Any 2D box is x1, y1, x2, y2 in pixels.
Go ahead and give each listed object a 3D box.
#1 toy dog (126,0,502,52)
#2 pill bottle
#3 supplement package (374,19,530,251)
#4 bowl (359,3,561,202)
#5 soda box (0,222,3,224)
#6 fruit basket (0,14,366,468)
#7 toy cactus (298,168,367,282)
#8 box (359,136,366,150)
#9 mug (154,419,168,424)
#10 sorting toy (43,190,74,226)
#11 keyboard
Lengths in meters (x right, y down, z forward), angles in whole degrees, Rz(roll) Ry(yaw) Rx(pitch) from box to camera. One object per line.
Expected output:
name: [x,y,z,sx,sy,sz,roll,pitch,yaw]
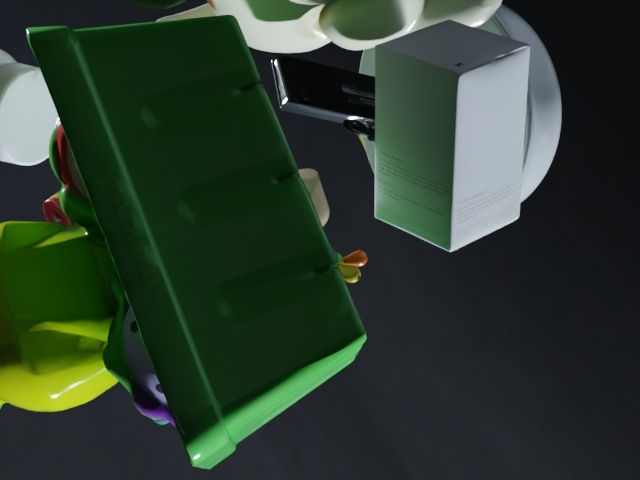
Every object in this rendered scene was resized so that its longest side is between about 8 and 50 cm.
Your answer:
toy dog: [-0.073,-0.333,1.257,0.395,0.408,0.285,-14,82,30]
pill bottle: [-0.387,-0.149,1.403,0.229,0.131,0.131,14,134,32]
supplement package: [0.121,-0.100,1.230,0.105,0.105,0.179,27,129,41]
bowl: [0.183,-0.157,1.528,0.298,0.134,0.298,23,119,50]
soda box: [-0.379,0.071,1.356,0.071,0.210,0.067,62,-166,25]
fruit basket: [-0.185,0.029,1.107,0.392,0.392,0.283,54,172,8]
toy cactus: [0.000,0.000,1.600,0.219,0.112,0.181,-96,-1,-60]
box: [0.130,-0.156,2.244,0.087,0.058,0.232,-11,119,29]
mug: [-0.169,0.190,1.864,0.097,0.129,0.158,-22,58,42]
sorting toy: [-0.272,0.075,1.575,0.132,0.046,0.275,-17,110,49]
keyboard: [0.041,-0.129,1.302,0.108,0.180,0.023,-106,34,-43]
